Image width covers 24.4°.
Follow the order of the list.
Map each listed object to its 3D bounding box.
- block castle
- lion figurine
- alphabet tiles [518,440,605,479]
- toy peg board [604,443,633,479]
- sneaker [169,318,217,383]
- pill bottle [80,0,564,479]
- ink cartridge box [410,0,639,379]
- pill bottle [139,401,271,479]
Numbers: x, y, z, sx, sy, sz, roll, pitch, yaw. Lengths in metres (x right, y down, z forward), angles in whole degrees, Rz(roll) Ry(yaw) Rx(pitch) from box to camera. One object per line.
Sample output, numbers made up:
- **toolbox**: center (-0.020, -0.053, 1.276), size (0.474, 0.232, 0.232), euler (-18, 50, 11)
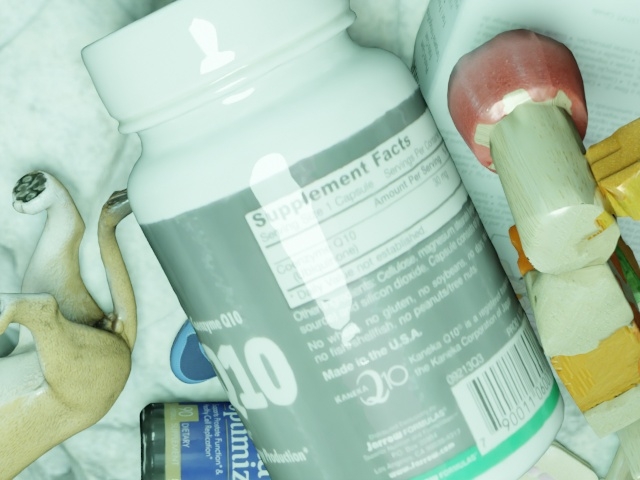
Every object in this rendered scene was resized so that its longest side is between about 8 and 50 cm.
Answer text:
- **block castle**: center (0.302, 0.005, 0.973), size (0.303, 0.213, 0.453), euler (-28, 129, 14)
- **lion figurine**: center (-0.250, 0.130, 1.080), size (0.392, 0.142, 0.240), euler (-31, 138, 1)
- **alphabet tiles**: center (0.149, 0.301, 1.275), size (0.278, 0.021, 0.284), euler (34, 107, -22)
- **toy peg board**: center (0.312, 0.241, 1.220), size (0.160, 0.079, 0.161), euler (10, 110, -21)
- **sneaker**: center (-0.053, 0.067, 1.120), size (0.144, 0.059, 0.053), euler (-34, 116, 10)
- **pill bottle**: center (0.000, 0.000, 0.977), size (0.204, 0.204, 0.361), euler (-25, 100, 5)
- **ink cartridge box**: center (0.205, -0.060, 1.101), size (0.308, 0.091, 0.385), euler (10, 130, -12)
- **pill bottle**: center (-0.029, 0.184, 1.143), size (0.219, 0.123, 0.123), euler (-1, 115, -7)
